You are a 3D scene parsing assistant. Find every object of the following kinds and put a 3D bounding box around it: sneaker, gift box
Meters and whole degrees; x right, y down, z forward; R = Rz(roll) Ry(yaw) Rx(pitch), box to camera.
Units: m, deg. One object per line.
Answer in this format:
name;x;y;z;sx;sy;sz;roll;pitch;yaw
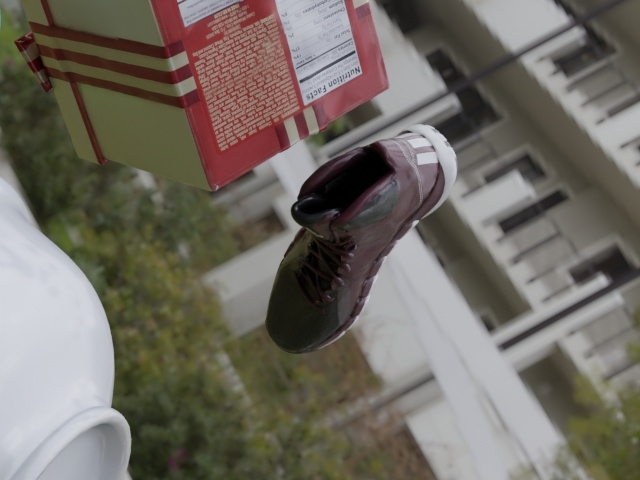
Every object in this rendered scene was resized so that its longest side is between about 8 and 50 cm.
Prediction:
sneaker;0.000;0.000;1.463;0.106;0.281;0.162;45;24;22
gift box;-0.117;-0.227;1.376;0.258;0.255;0.276;16;-54;49

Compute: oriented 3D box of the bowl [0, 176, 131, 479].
bowl;-0.192;0.121;0.786;0.134;0.298;0.298;28;-15;16
